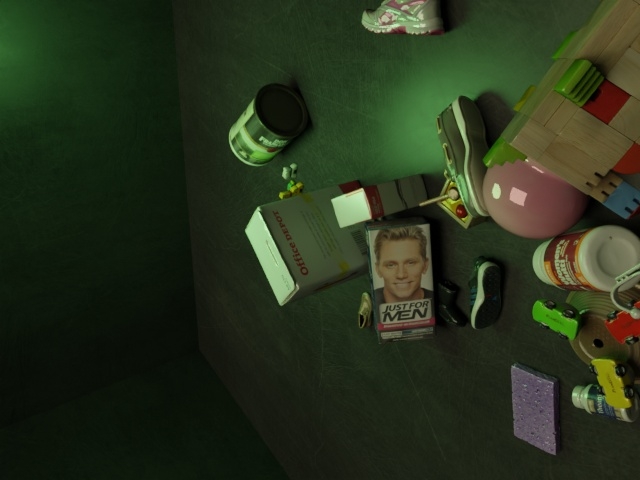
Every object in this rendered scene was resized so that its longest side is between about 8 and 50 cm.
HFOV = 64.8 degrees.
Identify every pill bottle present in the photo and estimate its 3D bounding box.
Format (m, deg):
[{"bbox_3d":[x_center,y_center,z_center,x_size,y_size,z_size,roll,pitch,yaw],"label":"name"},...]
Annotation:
[{"bbox_3d":[0.513,0.040,0.989,0.221,0.121,0.121,111,139,-85],"label":"pill bottle"},{"bbox_3d":[0.619,0.350,1.099,0.120,0.067,0.067,-10,97,58],"label":"pill bottle"}]

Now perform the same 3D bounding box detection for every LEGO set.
[{"bbox_3d":[-0.131,-0.176,1.962,0.087,0.093,0.227,46,140,35],"label":"LEGO set"}]

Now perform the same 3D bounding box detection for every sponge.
[{"bbox_3d":[0.546,0.426,1.282,0.117,0.031,0.210,13,115,54],"label":"sponge"}]

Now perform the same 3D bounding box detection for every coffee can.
[{"bbox_3d":[-0.195,-0.414,1.842,0.275,0.201,0.201,-27,83,58],"label":"coffee can"}]

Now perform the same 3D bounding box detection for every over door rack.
[{"bbox_3d":[0.620,-0.016,0.754,0.108,0.239,0.324,53,144,31],"label":"over door rack"}]

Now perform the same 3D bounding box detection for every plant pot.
[{"bbox_3d":[0.592,0.191,1.024,0.237,0.110,0.237,32,131,45],"label":"plant pot"}]

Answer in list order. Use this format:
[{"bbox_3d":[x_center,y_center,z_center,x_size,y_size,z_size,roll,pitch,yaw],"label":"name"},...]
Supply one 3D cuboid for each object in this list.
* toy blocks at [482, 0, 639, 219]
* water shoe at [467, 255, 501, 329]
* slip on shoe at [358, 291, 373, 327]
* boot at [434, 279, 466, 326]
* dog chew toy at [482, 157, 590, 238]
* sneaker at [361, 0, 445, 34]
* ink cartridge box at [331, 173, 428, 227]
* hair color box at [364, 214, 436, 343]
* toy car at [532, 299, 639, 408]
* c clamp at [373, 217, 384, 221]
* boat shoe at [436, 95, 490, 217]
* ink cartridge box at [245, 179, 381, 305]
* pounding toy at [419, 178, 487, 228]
[{"bbox_3d":[0.475,-0.202,0.757,0.261,0.191,0.381,32,112,-2],"label":"toy blocks"},{"bbox_3d":[0.424,0.135,1.312,0.080,0.073,0.203,-110,18,-61],"label":"water shoe"},{"bbox_3d":[0.155,0.249,1.783,0.051,0.041,0.135,32,131,46],"label":"slip on shoe"},{"bbox_3d":[0.367,0.175,1.422,0.121,0.045,0.099,39,135,46],"label":"boot"},{"bbox_3d":[0.460,-0.165,0.979,0.206,0.207,0.332,48,132,33],"label":"dog chew toy"},{"bbox_3d":[0.207,-0.574,1.257,0.252,0.103,0.111,24,121,42],"label":"sneaker"},{"bbox_3d":[0.168,-0.112,1.419,0.158,0.218,0.092,-14,94,58],"label":"ink cartridge box"},{"bbox_3d":[0.231,0.114,1.458,0.105,0.174,0.347,-93,-4,-74],"label":"hair color box"},{"bbox_3d":[0.519,0.174,0.969,0.225,0.053,0.239,33,134,48],"label":"toy car"},{"bbox_3d":[0.191,-0.040,1.544,0.022,0.137,0.160,-36,56,22],"label":"c clamp"},{"bbox_3d":[0.337,-0.186,1.174,0.091,0.109,0.305,-30,59,49],"label":"boat shoe"},{"bbox_3d":[0.000,0.000,1.573,0.279,0.385,0.160,62,147,16],"label":"ink cartridge box"},{"bbox_3d":[0.345,-0.109,1.260,0.141,0.100,0.130,48,140,33],"label":"pounding toy"}]
